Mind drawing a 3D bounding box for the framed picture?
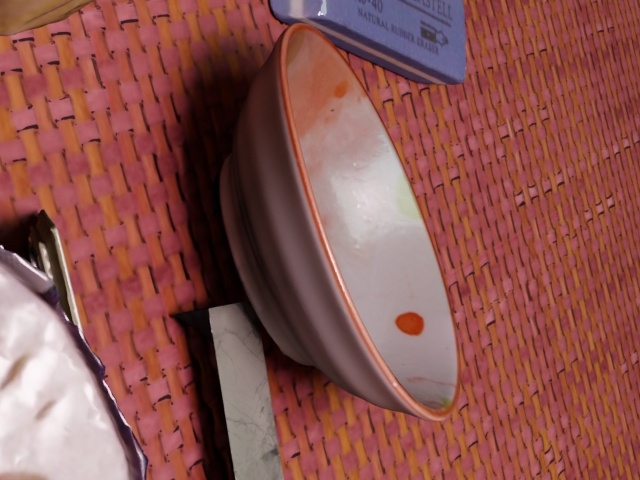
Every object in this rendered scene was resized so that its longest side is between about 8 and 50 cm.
[{"bbox_3d":[-0.108,0.084,0.662,0.252,0.014,0.197,-170,-114,-78],"label":"framed picture"}]

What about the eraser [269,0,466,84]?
[{"bbox_3d":[0.040,-0.178,1.077,0.225,0.036,0.082,15,71,-54],"label":"eraser"}]

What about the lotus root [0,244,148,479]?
[{"bbox_3d":[-0.210,0.113,0.500,0.272,0.192,0.272,-9,103,-43],"label":"lotus root"}]

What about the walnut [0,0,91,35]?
[{"bbox_3d":[-0.155,-0.219,0.647,0.225,0.225,0.261,7,75,-55],"label":"walnut"}]

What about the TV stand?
[{"bbox_3d":[-0.043,0.166,0.860,0.049,0.040,0.256,-9,89,-55],"label":"TV stand"}]

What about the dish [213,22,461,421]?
[{"bbox_3d":[0.000,0.000,0.901,0.260,0.085,0.260,57,20,-35],"label":"dish"}]
